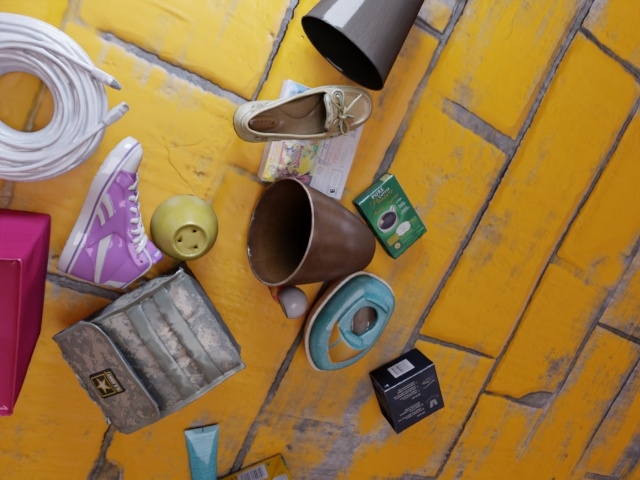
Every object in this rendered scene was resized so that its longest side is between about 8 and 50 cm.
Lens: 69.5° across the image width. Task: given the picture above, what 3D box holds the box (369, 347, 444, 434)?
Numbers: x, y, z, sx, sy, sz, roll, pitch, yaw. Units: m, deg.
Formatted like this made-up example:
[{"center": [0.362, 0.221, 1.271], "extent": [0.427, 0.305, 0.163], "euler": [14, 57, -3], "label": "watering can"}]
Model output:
[{"center": [0.233, 0.403, 1.244], "extent": [0.156, 0.093, 0.158], "euler": [-24, 113, -14], "label": "box"}]

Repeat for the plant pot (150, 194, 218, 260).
[{"center": [-0.259, -0.013, 0.902], "extent": [0.134, 0.095, 0.134], "euler": [-7, 110, -21], "label": "plant pot"}]

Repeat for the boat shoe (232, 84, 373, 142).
[{"center": [-0.019, -0.234, 0.880], "extent": [0.285, 0.089, 0.104], "euler": [-17, 111, -16], "label": "boat shoe"}]

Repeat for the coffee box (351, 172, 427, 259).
[{"center": [0.166, -0.057, 1.094], "extent": [0.113, 0.040, 0.184], "euler": [-42, 118, -6], "label": "coffee box"}]

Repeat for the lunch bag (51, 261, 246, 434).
[{"center": [-0.330, 0.211, 0.892], "extent": [0.287, 0.169, 0.235], "euler": [-31, 101, -9], "label": "lunch bag"}]

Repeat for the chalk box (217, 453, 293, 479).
[{"center": [-0.133, 0.731, 1.152], "extent": [0.180, 0.179, 0.289], "euler": [-14, 112, -17], "label": "chalk box"}]

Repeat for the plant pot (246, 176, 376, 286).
[{"center": [0.000, 0.000, 0.971], "extent": [0.230, 0.215, 0.215], "euler": [12, 102, -41], "label": "plant pot"}]

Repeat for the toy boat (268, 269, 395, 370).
[{"center": [0.021, 0.173, 1.050], "extent": [0.318, 0.148, 0.267], "euler": [30, 94, -28], "label": "toy boat"}]

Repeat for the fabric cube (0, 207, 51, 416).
[{"center": [-0.586, 0.093, 0.711], "extent": [0.259, 0.258, 0.254], "euler": [7, 105, -24], "label": "fabric cube"}]

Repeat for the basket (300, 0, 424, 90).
[{"center": [0.106, -0.444, 0.885], "extent": [0.204, 0.154, 0.227], "euler": [36, 88, -29], "label": "basket"}]

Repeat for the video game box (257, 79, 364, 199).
[{"center": [-0.016, -0.204, 0.967], "extent": [0.187, 0.048, 0.205], "euler": [12, 102, -27], "label": "video game box"}]

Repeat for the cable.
[{"center": [-0.482, -0.226, 0.745], "extent": [0.257, 0.089, 0.257], "euler": [-48, 117, -1], "label": "cable"}]

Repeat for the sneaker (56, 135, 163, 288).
[{"center": [-0.348, -0.039, 0.847], "extent": [0.161, 0.102, 0.282], "euler": [26, 107, -16], "label": "sneaker"}]

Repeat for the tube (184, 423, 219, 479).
[{"center": [-0.280, 0.542, 1.106], "extent": [0.080, 0.052, 0.207], "euler": [-5, 104, -26], "label": "tube"}]
